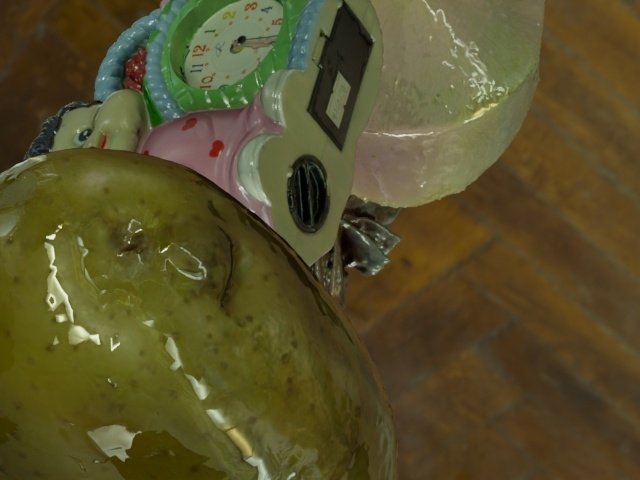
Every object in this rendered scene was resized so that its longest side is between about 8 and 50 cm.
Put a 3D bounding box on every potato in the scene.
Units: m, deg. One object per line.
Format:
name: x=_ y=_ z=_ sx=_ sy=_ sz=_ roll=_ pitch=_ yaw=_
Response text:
potato: x=-0.066 y=0.072 z=0.693 sx=0.195 sy=0.176 sz=0.369 roll=64 pitch=165 yaw=15

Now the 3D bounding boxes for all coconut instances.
coconut: x=0.063 y=-0.162 z=1.489 sx=0.233 sy=0.233 sz=0.245 roll=28 pitch=161 yaw=11

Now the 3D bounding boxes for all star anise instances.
star anise: x=0.000 y=0.000 z=2.304 sx=0.229 sy=0.236 sz=0.093 roll=-9 pitch=132 yaw=-7

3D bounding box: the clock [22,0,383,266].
clock: x=-0.074 y=-0.063 z=1.105 sx=0.195 sy=0.194 sz=0.100 roll=-4 pitch=146 yaw=32
